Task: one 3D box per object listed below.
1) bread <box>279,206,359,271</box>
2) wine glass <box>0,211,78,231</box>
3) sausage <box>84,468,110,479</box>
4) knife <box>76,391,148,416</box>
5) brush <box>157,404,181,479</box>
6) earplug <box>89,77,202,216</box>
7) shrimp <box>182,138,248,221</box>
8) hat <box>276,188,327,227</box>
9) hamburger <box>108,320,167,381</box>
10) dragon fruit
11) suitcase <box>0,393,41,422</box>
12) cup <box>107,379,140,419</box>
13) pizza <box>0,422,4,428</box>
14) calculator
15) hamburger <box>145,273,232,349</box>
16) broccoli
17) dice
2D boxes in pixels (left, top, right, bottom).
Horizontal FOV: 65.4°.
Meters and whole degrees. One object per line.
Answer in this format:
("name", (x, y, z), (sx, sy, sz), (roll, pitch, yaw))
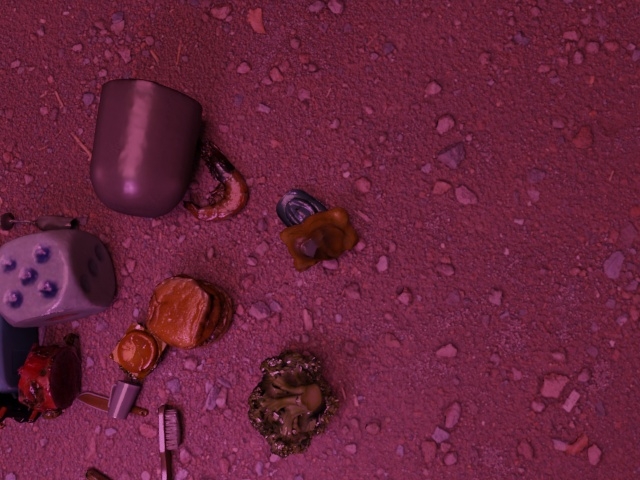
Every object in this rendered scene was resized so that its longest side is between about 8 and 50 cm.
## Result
("bread", (0.000, 0.000, 1.579), (0.233, 0.088, 0.160), (-28, 117, 2))
("wine glass", (-0.966, -0.059, 1.730), (0.262, 0.074, 0.074), (4, 83, 5))
("sausage", (-0.647, 0.806, 1.592), (0.269, 0.033, 0.032), (28, 86, 9))
("knife", (-0.689, 0.545, 1.639), (0.256, 0.022, 0.046), (13, 88, 8))
("brush", (-0.473, 0.686, 1.577), (0.065, 0.070, 0.327), (-2, 83, -4))
("earplug", (-0.561, -0.273, 1.590), (0.313, 0.312, 0.393), (7, 84, 7))
("shrimp", (-0.380, -0.195, 1.686), (0.222, 0.054, 0.290), (-30, 84, 2))
("hat", (-0.064, -0.088, 1.624), (0.191, 0.078, 0.138), (39, 90, 10))
("hamburger", (-0.578, 0.355, 1.616), (0.164, 0.093, 0.189), (45, 91, 8))
("dragon fruit", (-0.872, 0.435, 1.594), (0.147, 0.211, 0.282), (-7, 55, -1))
("suitcase", (-1.018, 0.494, 1.550), (0.206, 0.285, 0.066), (25, 71, 9))
("cup", (-0.645, 0.507, 1.608), (0.104, 0.074, 0.116), (8, 72, 29))
("pizza", (-1.096, 0.616, 1.679), (0.083, 0.016, 0.037), (10, 85, 11))
("calculator", (-0.980, 0.306, 1.587), (0.055, 0.256, 0.386), (-9, 78, -6))
("hamburger", (-0.413, 0.229, 1.583), (0.245, 0.163, 0.244), (-1, 85, 13))
("broccoli", (-0.076, 0.474, 1.484), (0.260, 0.235, 0.288), (-25, 84, 28))
("dice", (-0.842, 0.121, 1.590), (0.265, 0.268, 0.262), (-15, 80, 5))
